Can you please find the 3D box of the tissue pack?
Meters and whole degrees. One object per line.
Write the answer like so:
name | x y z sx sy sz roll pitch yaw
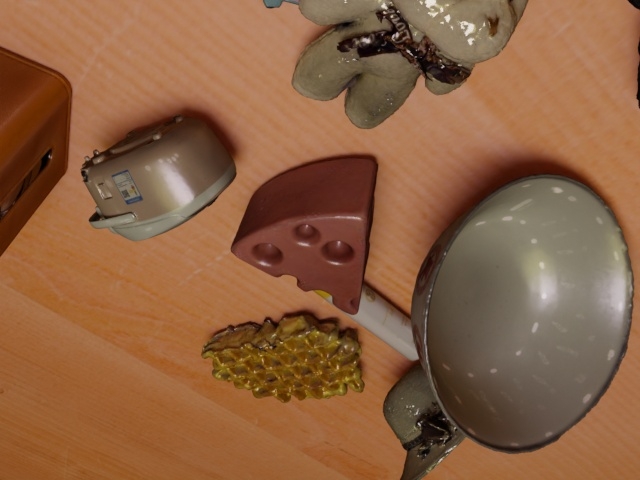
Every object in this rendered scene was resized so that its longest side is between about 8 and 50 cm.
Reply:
tissue pack | -0.427 -0.083 0.661 0.145 0.274 0.194 19 135 -9

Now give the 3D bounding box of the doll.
doll | 0.084 -0.199 0.544 0.175 0.149 0.278 -9 162 -35

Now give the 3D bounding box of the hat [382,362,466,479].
hat | 0.185 0.292 0.977 0.130 0.257 0.257 44 135 14

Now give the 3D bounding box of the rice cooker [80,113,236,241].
rice cooker | -0.209 -0.079 0.711 0.206 0.145 0.127 -9 119 25

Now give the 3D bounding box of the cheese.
cheese | -0.021 -0.014 0.753 0.177 0.128 0.202 9 139 6

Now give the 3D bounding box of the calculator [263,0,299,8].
calculator | -0.028 -0.277 0.566 0.141 0.019 0.094 14 137 -2

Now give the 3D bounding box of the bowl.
bowl | 0.230 0.081 0.725 0.337 0.337 0.157 39 169 -24

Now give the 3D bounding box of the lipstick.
lipstick | 0.072 0.106 0.889 0.264 0.059 0.059 39 129 -24

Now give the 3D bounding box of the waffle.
waffle | -0.062 0.216 1.024 0.310 0.065 0.283 14 137 -6

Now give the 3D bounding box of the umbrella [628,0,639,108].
umbrella | 0.313 -0.233 0.482 0.118 0.118 0.340 -16 125 25
